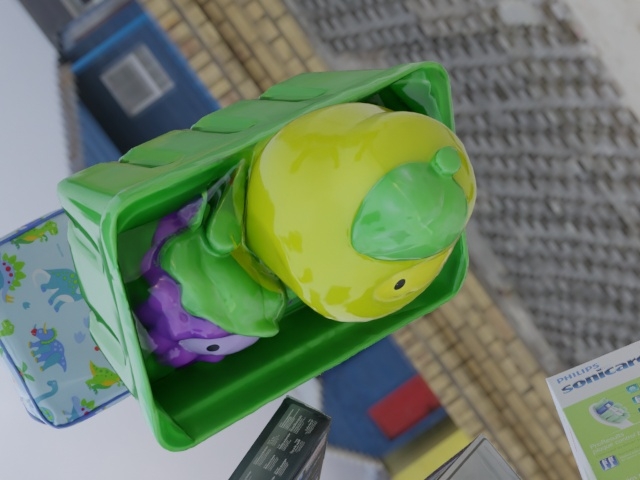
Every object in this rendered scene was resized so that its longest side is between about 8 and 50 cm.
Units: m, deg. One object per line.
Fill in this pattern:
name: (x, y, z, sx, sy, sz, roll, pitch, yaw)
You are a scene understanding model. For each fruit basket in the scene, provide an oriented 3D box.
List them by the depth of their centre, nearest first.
fruit basket: (0.000, 0.000, 1.357, 0.392, 0.392, 0.283, -123, 21, -60)

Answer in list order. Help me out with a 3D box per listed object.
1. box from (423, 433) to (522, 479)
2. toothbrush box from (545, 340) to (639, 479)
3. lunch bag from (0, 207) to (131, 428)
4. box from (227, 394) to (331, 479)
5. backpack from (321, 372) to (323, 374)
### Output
box: (0.135, 0.294, 1.439, 0.169, 0.087, 0.290, 51, -161, 7)
toothbrush box: (0.338, 0.264, 1.567, 0.283, 0.122, 0.206, -106, -7, -59)
lunch bag: (-0.271, 0.081, 1.739, 0.219, 0.176, 0.090, 61, 163, -6)
box: (-0.067, 0.272, 1.426, 0.051, 0.220, 0.175, 24, 137, 14)
backpack: (-0.026, 0.066, 1.994, 0.152, 0.115, 0.182, 31, 145, 2)
